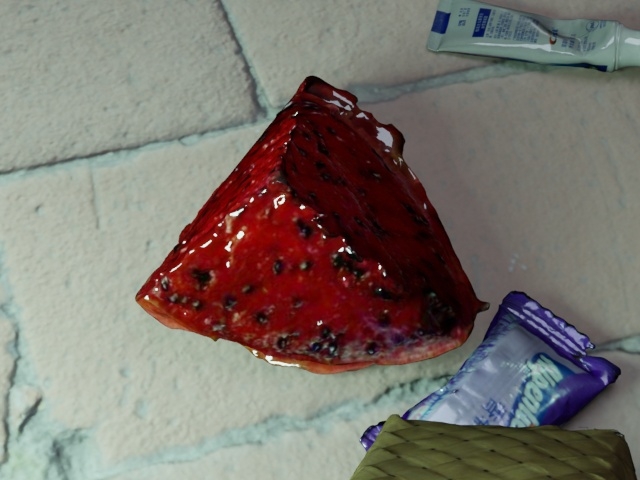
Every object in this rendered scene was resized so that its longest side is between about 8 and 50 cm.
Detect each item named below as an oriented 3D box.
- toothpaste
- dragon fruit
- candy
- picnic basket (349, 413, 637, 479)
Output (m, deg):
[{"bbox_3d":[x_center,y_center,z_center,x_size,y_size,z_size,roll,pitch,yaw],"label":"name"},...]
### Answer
[{"bbox_3d":[0.264,-0.242,2.107,0.266,0.061,0.096,9,50,10],"label":"toothpaste"},{"bbox_3d":[-0.006,0.007,1.841,0.286,0.228,0.329,34,25,-18],"label":"dragon fruit"},{"bbox_3d":[0.172,0.159,1.739,0.145,0.070,0.275,38,51,16],"label":"candy"},{"bbox_3d":[0.138,0.330,1.461,0.293,0.337,0.337,4,48,12],"label":"picnic basket"}]
